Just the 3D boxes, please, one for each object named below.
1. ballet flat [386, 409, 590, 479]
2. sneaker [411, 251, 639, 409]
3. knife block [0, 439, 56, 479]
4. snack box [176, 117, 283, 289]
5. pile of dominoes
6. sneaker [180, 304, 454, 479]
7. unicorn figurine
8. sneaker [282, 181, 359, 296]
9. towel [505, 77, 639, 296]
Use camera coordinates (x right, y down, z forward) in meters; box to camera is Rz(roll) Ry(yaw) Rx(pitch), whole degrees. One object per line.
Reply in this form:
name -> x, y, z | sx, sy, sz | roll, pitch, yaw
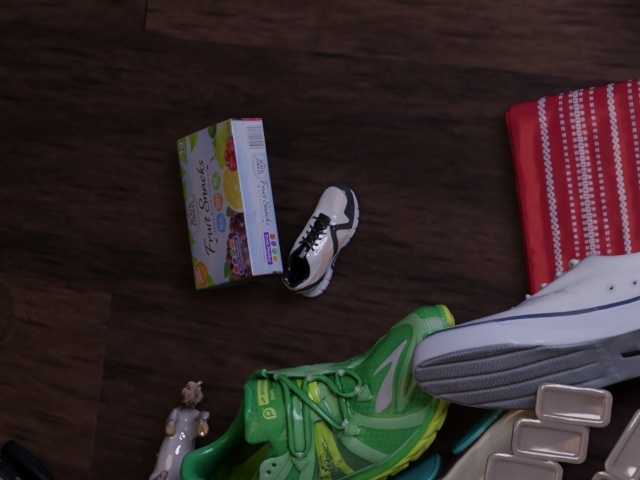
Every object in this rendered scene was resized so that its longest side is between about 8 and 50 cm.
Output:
ballet flat -> 0.121, 0.201, 1.391 | 0.248, 0.086, 0.086 | -41, 71, 22
sneaker -> 0.197, 0.065, 1.305 | 0.258, 0.094, 0.091 | -12, 45, 17
knife block -> -0.237, 0.284, 1.580 | 0.275, 0.088, 0.242 | -15, 83, 29
snack box -> -0.083, -0.032, 1.506 | 0.100, 0.037, 0.141 | -16, 80, 56
pile of dominoes -> 0.195, 0.240, 1.291 | 0.196, 0.040, 0.251 | 33, 87, 1
sneaker -> -0.002, 0.155, 1.419 | 0.295, 0.123, 0.109 | -41, 37, 22
unicorn figurine -> -0.141, 0.206, 1.536 | 0.060, 0.111, 0.162 | 34, 83, -9
sneaker -> 0.000, 0.000, 1.477 | 0.040, 0.043, 0.109 | 24, 99, 29
towel -> 0.282, -0.035, 1.327 | 0.274, 0.031, 0.199 | -9, 85, 28
